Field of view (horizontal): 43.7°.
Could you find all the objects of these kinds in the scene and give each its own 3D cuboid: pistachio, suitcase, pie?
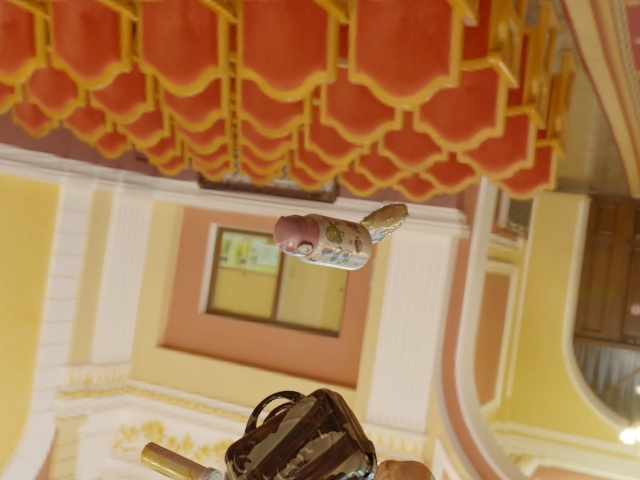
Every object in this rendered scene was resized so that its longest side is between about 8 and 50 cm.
[{"bbox_3d":[0.191,0.576,1.723,0.157,0.229,0.157,-21,-158,9],"label":"pistachio"},{"bbox_3d":[-0.051,0.524,1.930,0.194,0.352,0.339,55,-177,-47],"label":"suitcase"},{"bbox_3d":[0.161,-0.042,2.284,0.068,0.128,0.282,43,-149,15],"label":"pie"}]

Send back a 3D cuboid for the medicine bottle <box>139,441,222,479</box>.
[{"bbox_3d":[-0.347,0.563,1.964,0.218,0.073,0.074,14,-177,31],"label":"medicine bottle"}]

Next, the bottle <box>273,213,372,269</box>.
[{"bbox_3d":[0.000,0.000,1.855,0.120,0.120,0.253,7,178,44],"label":"bottle"}]
